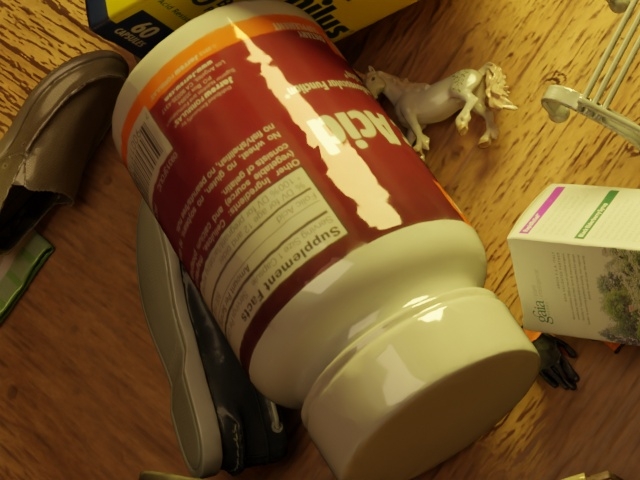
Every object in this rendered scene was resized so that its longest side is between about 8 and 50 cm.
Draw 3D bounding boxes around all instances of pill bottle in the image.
[{"bbox_3d":[0.000,0.000,1.035,0.224,0.224,0.392,-39,63,10],"label":"pill bottle"}]

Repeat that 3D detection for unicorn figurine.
[{"bbox_3d":[0.100,-0.125,1.133,0.162,0.060,0.111,-10,58,9],"label":"unicorn figurine"}]

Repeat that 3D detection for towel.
[{"bbox_3d":[-0.374,0.012,1.344,0.152,0.023,0.113,35,91,31],"label":"towel"}]

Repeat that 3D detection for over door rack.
[{"bbox_3d":[0.375,-0.136,0.973,0.324,0.108,0.239,27,87,17],"label":"over door rack"}]

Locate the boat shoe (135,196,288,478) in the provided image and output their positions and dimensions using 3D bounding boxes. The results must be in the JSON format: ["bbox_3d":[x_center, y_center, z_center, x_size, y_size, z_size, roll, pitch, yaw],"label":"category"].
[{"bbox_3d":[-0.108,0.080,1.148,0.114,0.091,0.302,124,136,-56],"label":"boat shoe"}]

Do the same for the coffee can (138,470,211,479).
[{"bbox_3d":[-0.075,0.340,0.975,0.201,0.201,0.275,4,75,28],"label":"coffee can"}]

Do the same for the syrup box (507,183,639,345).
[{"bbox_3d":[0.273,0.023,0.934,0.237,0.093,0.096,6,35,35],"label":"syrup box"}]

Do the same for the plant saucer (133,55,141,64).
[{"bbox_3d":[-0.080,-0.265,1.277,0.278,0.041,0.278,-9,69,24],"label":"plant saucer"}]

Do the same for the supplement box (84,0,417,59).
[{"bbox_3d":[-0.029,-0.307,1.118,0.356,0.194,0.195,-23,65,23],"label":"supplement box"}]

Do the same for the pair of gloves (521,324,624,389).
[{"bbox_3d":[0.212,0.081,1.027,0.083,0.010,0.074,-43,60,9],"label":"pair of gloves"}]

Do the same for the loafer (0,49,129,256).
[{"bbox_3d":[-0.288,-0.085,1.292,0.268,0.102,0.092,-48,66,6],"label":"loafer"}]

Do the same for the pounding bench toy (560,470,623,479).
[{"bbox_3d":[0.211,0.219,0.938,0.052,0.083,0.065,-24,63,18],"label":"pounding bench toy"}]
